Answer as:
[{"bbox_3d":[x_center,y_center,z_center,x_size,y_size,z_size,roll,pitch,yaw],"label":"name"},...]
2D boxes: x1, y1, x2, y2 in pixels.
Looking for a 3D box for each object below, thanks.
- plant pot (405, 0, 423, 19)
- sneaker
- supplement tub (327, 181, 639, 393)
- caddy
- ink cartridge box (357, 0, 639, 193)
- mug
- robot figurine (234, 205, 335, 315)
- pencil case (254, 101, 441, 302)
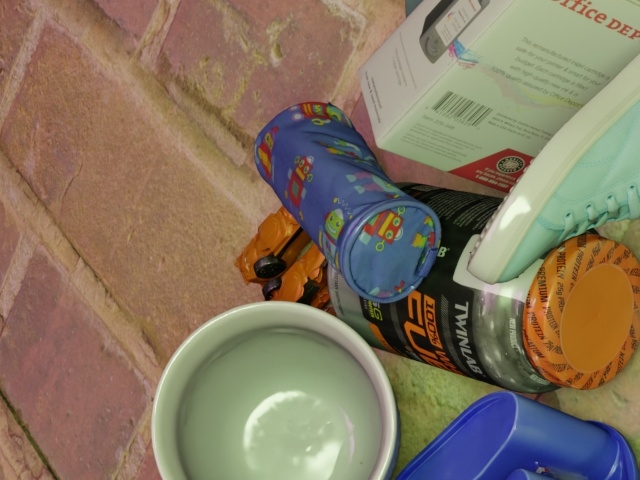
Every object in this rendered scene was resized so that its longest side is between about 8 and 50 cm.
[{"bbox_3d":[0.204,-0.332,1.848,0.165,0.165,0.234,48,126,43],"label":"plant pot"},{"bbox_3d":[0.308,-0.067,1.570,0.150,0.135,0.366,43,80,11],"label":"sneaker"},{"bbox_3d":[0.184,0.052,1.753,0.338,0.207,0.207,13,93,50],"label":"supplement tub"},{"bbox_3d":[0.205,0.327,1.704,0.341,0.179,0.241,-48,27,33],"label":"caddy"},{"bbox_3d":[0.223,-0.209,1.739,0.306,0.226,0.131,-45,42,33],"label":"ink cartridge box"},{"bbox_3d":[-0.076,0.266,1.868,0.374,0.328,0.276,-43,78,-5],"label":"mug"},{"bbox_3d":[0.000,0.000,2.074,0.291,0.085,0.211,-46,51,34],"label":"robot figurine"},{"bbox_3d":[0.030,-0.049,1.723,0.119,0.133,0.306,-67,29,19],"label":"pencil case"}]
